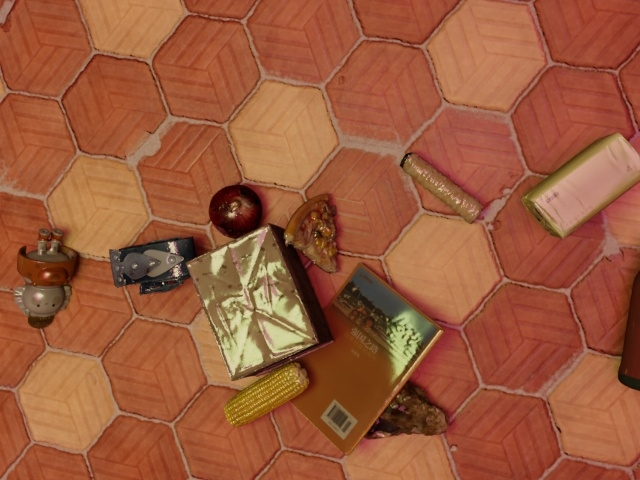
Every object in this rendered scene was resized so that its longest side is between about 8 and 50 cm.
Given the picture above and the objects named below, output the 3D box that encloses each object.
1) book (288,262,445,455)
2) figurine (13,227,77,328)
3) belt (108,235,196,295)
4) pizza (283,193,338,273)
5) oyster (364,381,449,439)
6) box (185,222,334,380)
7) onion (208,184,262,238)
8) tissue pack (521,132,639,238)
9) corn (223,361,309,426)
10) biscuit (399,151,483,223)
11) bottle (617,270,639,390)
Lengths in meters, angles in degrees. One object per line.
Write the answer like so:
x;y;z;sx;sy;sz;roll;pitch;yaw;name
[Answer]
0.079;0.275;1.686;0.263;0.028;0.373;40;99;27;book
-0.689;0.096;1.794;0.143;0.143;0.271;28;121;6;figurine
-0.387;0.063;1.729;0.218;0.122;0.128;-10;91;30;belt
0.000;0.000;1.683;0.052;0.185;0.195;0;126;42;pizza
0.144;0.417;1.704;0.295;0.094;0.166;-20;99;15;oyster
-0.135;0.145;1.653;0.225;0.190;0.296;-25;81;9;box
-0.202;-0.070;1.709;0.131;0.131;0.131;1;93;8;onion
0.570;-0.117;1.569;0.234;0.159;0.125;-39;87;9;tissue pack
-0.129;0.366;1.713;0.248;0.081;0.081;-34;88;27;corn
0.278;-0.124;1.665;0.219;0.055;0.061;38;134;6;biscuit
0.750;0.161;1.570;0.144;0.144;0.335;9;93;8;bottle
